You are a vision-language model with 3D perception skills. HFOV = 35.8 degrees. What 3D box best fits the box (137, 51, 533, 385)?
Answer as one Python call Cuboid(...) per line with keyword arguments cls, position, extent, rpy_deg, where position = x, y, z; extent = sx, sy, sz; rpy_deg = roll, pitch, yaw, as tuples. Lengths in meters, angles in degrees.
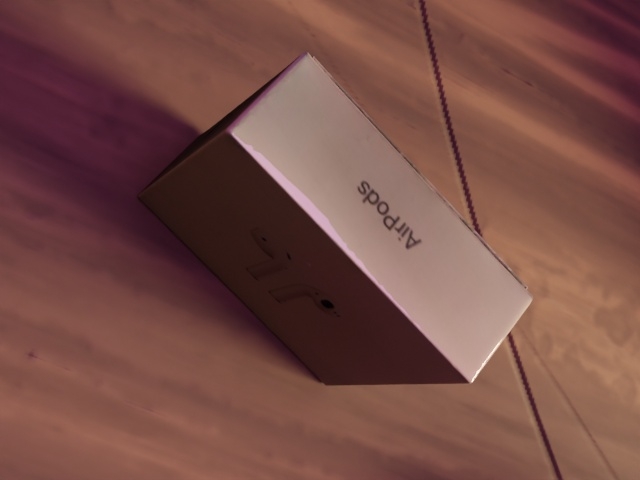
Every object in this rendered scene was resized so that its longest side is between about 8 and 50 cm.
Cuboid(cls="box", position=(0.000, 0.000, 0.418), extent=(0.130, 0.129, 0.051), rpy_deg=(45, 68, -12))
